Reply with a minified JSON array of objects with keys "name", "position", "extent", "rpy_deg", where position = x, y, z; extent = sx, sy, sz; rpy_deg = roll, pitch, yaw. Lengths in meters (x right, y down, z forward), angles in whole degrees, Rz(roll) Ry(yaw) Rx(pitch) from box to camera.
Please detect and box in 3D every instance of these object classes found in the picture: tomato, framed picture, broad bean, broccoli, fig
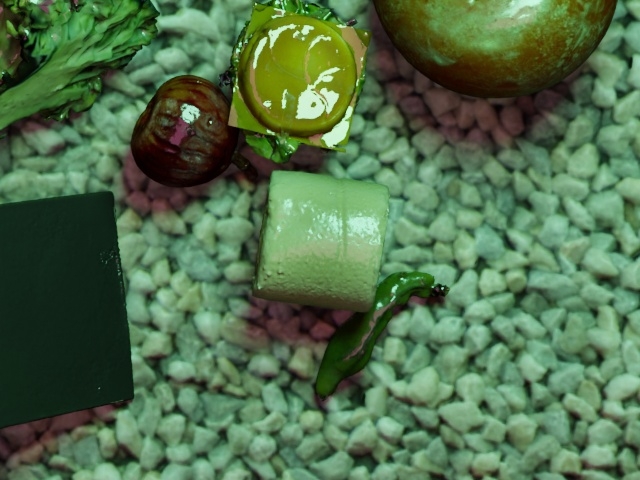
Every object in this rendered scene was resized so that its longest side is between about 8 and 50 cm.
[{"name":"tomato","position":[0.190,-0.283,1.856],"extent":[0.270,0.222,0.270],"rpy_deg":[-3,77,13]},{"name":"framed picture","position":[-0.344,0.081,1.876],"extent":[0.324,0.013,0.244],"rpy_deg":[-9,94,-42]},{"name":"broad bean","position":[0.057,0.099,1.966],"extent":[0.195,0.046,0.061],"rpy_deg":[-41,90,1]},{"name":"broccoli","position":[-0.329,-0.239,1.873],"extent":[0.273,0.242,0.180],"rpy_deg":[-33,71,-4]},{"name":"fig","position":[-0.148,-0.106,1.922],"extent":[0.128,0.128,0.150],"rpy_deg":[-24,107,2]}]

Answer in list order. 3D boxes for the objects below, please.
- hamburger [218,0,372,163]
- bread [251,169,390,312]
[{"name":"hamburger","position":[-0.031,-0.178,1.916],"extent":[0.164,0.093,0.189],"rpy_deg":[25,81,-12]},{"name":"bread","position":[0.000,0.000,1.912],"extent":[0.141,0.134,0.148],"rpy_deg":[7,67,1]}]
